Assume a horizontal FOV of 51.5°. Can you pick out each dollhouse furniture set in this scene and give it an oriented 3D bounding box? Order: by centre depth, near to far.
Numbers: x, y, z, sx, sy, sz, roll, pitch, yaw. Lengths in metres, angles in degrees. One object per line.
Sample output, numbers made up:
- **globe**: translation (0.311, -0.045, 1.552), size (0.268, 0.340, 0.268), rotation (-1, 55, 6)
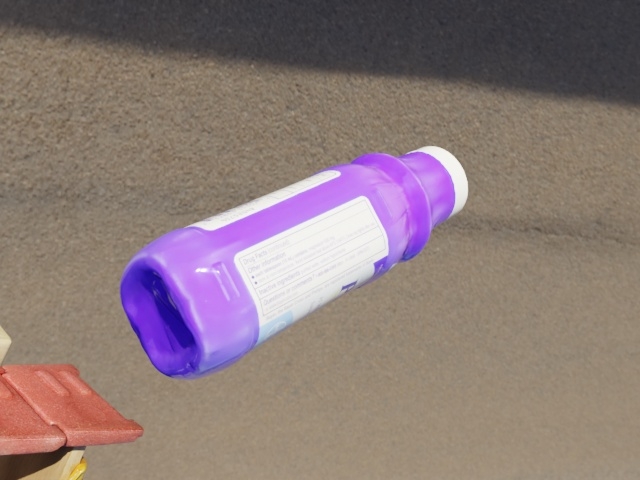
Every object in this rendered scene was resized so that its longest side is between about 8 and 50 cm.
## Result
- **dollhouse furniture set**: translation (-0.353, 0.156, 0.587), size (0.152, 0.374, 0.201), rotation (18, 99, -55)

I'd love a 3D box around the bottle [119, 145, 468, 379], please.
- **bottle**: translation (0.000, 0.000, 0.488), size (0.283, 0.092, 0.118), rotation (-26, 177, -38)
